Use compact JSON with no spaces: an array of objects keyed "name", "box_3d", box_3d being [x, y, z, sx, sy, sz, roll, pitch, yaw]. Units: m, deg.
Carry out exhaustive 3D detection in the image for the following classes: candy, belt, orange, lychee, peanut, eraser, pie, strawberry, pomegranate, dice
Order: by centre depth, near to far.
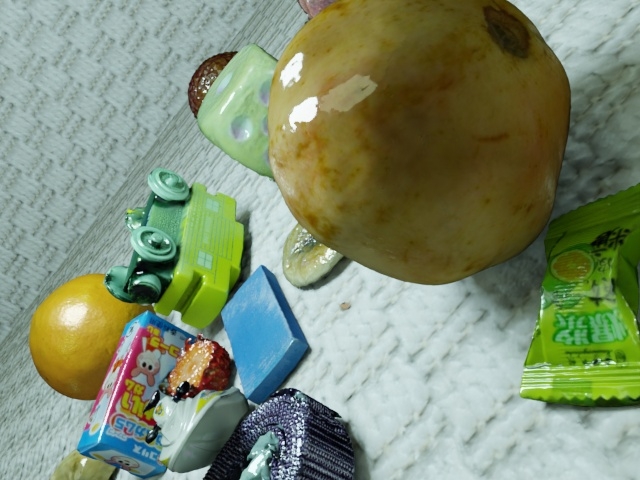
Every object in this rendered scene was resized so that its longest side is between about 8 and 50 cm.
[{"name":"candy","box_3d":[0.290,0.054,0.717,0.149,0.069,0.246,-17,46,47]},{"name":"pomegranate","box_3d":[0.115,-0.139,0.875,0.411,0.412,0.411,-39,31,29]},{"name":"belt","box_3d":[-0.085,0.368,0.911,0.324,0.122,0.260,-54,22,2]},{"name":"pie","box_3d":[0.003,0.002,1.263,0.218,0.052,0.185,-49,32,16]},{"name":"eraser","box_3d":[-0.114,0.170,1.268,0.144,0.043,0.312,-50,27,8]},{"name":"strawberry","box_3d":[-0.235,0.263,1.308,0.145,0.086,0.145,-39,33,31]},{"name":"candy","box_3d":[-0.367,0.318,1.383,0.100,0.157,0.305,-29,36,41]},{"name":"peanut","box_3d":[-0.523,0.519,1.467,0.159,0.109,0.140,-34,43,15]},{"name":"orange","box_3d":[-0.548,0.234,1.625,0.312,0.312,0.312,-39,31,29]},{"name":"dice","box_3d":[-0.140,-0.316,1.634,0.254,0.250,0.252,-50,26,10]},{"name":"lychee","box_3d":[-0.258,-0.431,1.962,0.261,0.261,0.260,-39,31,29]}]

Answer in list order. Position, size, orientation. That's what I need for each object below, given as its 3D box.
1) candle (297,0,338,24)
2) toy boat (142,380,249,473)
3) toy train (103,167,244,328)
[{"name":"candle","box_3d":[0.094,-0.494,1.495,0.131,0.287,0.316,-118,24,-58]},{"name":"toy boat","box_3d":[-0.198,0.290,1.062,0.141,0.269,0.140,-4,73,13]},{"name":"toy train","box_3d":[-0.315,0.012,1.522,0.179,0.273,0.442,-53,23,29]}]
